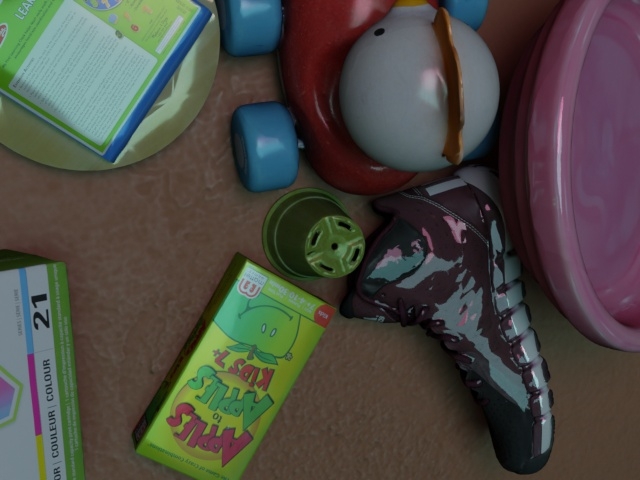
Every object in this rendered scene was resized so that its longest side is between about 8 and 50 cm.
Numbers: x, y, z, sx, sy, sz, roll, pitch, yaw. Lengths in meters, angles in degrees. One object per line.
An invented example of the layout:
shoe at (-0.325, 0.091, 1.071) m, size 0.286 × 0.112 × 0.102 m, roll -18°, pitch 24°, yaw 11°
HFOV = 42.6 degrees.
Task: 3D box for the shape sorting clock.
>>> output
shape sorting clock at (-0.181, -0.157, 0.627) m, size 0.206 × 0.040 × 0.206 m, roll -3°, pitch 102°, yaw -15°

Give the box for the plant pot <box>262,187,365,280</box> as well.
plant pot at (0.000, 0.000, 0.687) m, size 0.083 × 0.079 × 0.083 m, roll -2°, pitch 99°, yaw -16°

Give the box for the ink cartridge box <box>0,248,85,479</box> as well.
ink cartridge box at (-0.300, 0.120, 0.546) m, size 0.255 × 0.097 × 0.188 m, roll -12°, pitch 102°, yaw -45°

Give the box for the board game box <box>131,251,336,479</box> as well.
board game box at (-0.073, 0.112, 0.698) m, size 0.092 × 0.043 × 0.181 m, roll 30°, pitch 88°, yaw -19°

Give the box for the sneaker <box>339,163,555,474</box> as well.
sneaker at (0.102, 0.082, 0.730) m, size 0.163 × 0.106 × 0.281 m, roll -11°, pitch 91°, yaw -10°

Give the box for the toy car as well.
toy car at (0.058, -0.131, 0.603) m, size 0.219 × 0.238 × 0.210 m, roll -9°, pitch 100°, yaw -17°

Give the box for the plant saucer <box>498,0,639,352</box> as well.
plant saucer at (0.256, -0.074, 0.704) m, size 0.332 × 0.084 × 0.331 m, roll -6°, pitch 99°, yaw -44°
